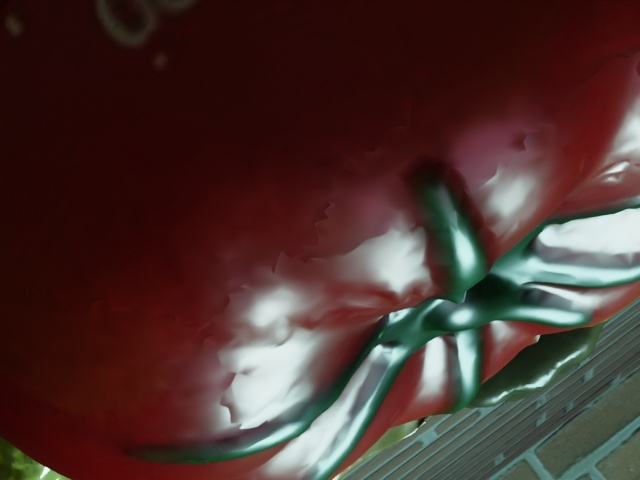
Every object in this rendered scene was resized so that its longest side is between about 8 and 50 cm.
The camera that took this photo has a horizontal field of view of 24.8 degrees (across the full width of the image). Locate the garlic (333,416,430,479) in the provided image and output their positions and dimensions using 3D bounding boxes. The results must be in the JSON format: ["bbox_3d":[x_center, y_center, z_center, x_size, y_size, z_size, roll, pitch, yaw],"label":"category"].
[{"bbox_3d":[-0.009,0.155,1.273,0.338,0.196,0.151,-41,177,3],"label":"garlic"}]

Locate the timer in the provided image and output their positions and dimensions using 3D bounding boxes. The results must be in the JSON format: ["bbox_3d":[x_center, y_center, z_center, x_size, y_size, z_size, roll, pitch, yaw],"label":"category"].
[{"bbox_3d":[-0.004,-0.064,0.610,0.378,0.279,0.378,-31,162,-11],"label":"timer"}]

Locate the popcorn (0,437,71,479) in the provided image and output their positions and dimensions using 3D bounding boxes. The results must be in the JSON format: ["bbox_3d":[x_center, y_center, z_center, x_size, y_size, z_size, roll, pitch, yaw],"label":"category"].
[{"bbox_3d":[-0.151,0.123,0.950,0.256,0.195,0.255,-14,141,-52],"label":"popcorn"}]

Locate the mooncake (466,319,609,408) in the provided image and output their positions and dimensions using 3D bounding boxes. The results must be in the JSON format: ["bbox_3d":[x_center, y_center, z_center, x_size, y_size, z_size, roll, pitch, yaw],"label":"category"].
[{"bbox_3d":[0.122,0.022,1.134,0.228,0.228,0.124,-37,165,-2],"label":"mooncake"}]
